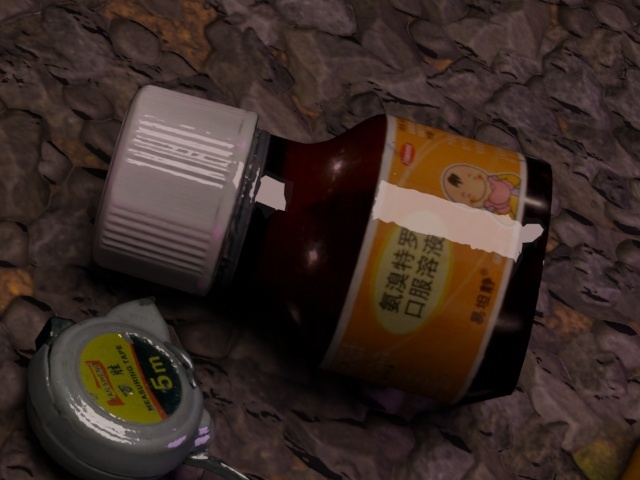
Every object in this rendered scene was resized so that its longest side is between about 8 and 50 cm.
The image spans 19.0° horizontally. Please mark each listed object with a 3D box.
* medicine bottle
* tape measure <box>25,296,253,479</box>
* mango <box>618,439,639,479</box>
[{"bbox_3d":[0.000,0.000,1.694,0.395,0.242,0.242,11,47,-3],"label":"medicine bottle"},{"bbox_3d":[-0.126,0.196,1.544,0.164,0.084,0.330,-12,59,-34],"label":"tape measure"},{"bbox_3d":[0.335,0.277,1.727,0.176,0.119,0.317,21,37,-10],"label":"mango"}]
